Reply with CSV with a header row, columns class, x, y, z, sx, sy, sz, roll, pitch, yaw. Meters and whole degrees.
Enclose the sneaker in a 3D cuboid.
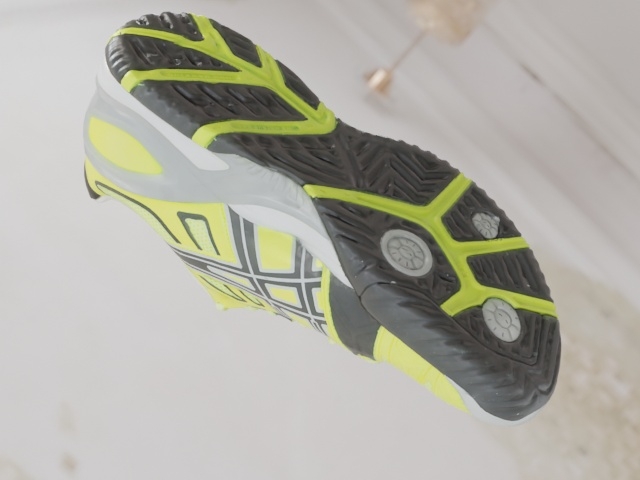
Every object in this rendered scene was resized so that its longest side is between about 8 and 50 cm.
class,x,y,z,sx,sy,sz,roll,pitch,yaw
sneaker,0.000,0.000,1.317,0.385,0.147,0.145,40,-137,11
